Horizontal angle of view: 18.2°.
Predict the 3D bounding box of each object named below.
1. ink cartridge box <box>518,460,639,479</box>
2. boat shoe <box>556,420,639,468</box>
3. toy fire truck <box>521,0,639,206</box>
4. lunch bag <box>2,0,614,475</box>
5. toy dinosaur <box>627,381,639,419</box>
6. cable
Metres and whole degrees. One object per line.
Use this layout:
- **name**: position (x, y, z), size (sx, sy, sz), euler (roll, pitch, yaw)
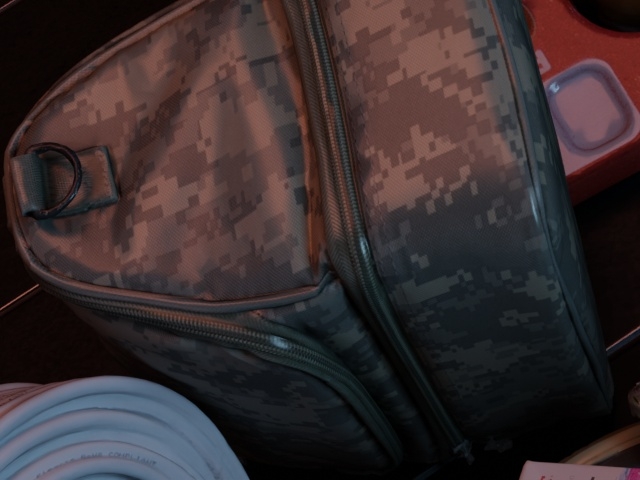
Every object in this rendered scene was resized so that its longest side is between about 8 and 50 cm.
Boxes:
- **ink cartridge box**: position (0.137, 0.159, 0.861), size (0.143, 0.090, 0.092), euler (0, 48, 30)
- **boat shoe**: position (0.107, 0.171, 0.975), size (0.223, 0.080, 0.073), euler (-32, 52, -7)
- **toy fire truck**: position (0.141, -0.140, 1.232), size (0.302, 0.169, 0.254), euler (-27, 64, 3)
- **lunch bag**: position (0.000, 0.000, 1.022), size (0.256, 0.305, 0.212), euler (-13, 67, 9)
- **toy dinosaur**: position (0.284, 0.079, 0.972), size (0.268, 0.064, 0.118), euler (0, 30, 7)
- **cable**: position (-0.126, 0.192, 0.943), size (0.089, 0.257, 0.257), euler (0, 49, 45)
